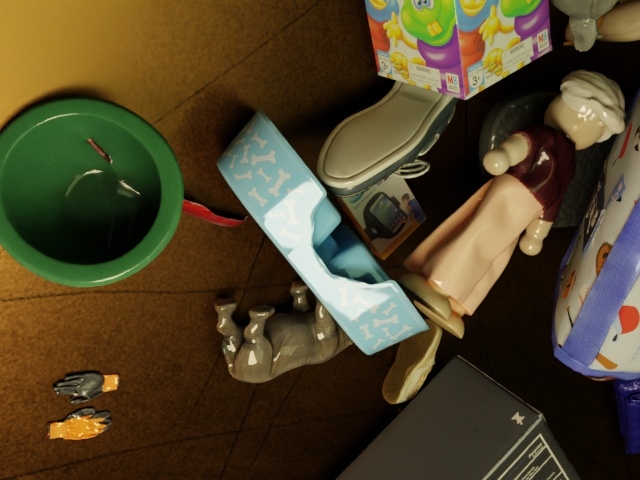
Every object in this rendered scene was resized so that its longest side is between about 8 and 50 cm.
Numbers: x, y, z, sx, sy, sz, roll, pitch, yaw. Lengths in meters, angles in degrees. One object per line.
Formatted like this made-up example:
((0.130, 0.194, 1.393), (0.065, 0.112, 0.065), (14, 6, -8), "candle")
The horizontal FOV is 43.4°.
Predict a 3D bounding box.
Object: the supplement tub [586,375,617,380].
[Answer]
((0.524, 0.177, 1.361), (0.198, 0.106, 0.106), (0, 112, -35), "supplement tub")

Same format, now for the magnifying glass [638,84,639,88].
((0.514, -0.271, 1.162), (0.026, 0.092, 0.230), (3, 100, -32), "magnifying glass")

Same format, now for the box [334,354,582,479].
((0.199, 0.374, 1.122), (0.296, 0.183, 0.294), (-43, 128, -10), "box")

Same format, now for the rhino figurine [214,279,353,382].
((-0.013, 0.106, 0.978), (0.243, 0.073, 0.106), (-11, 113, -32), "rhino figurine")

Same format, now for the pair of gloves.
((-0.260, 0.183, 0.884), (0.074, 0.010, 0.083), (1, 110, -35), "pair of gloves")

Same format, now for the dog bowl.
((0.000, 0.000, 0.852), (0.074, 0.166, 0.297), (-38, 106, 2), "dog bowl")

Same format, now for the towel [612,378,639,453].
((0.701, 0.299, 1.455), (0.308, 0.076, 0.227), (-14, 127, 14), "towel")

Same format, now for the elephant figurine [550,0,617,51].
((0.259, -0.374, 0.893), (0.186, 0.239, 0.169), (-47, 151, 13), "elephant figurine")

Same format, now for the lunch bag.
((0.453, -0.030, 0.978), (0.386, 0.239, 0.327), (-24, 140, -36), "lunch bag")

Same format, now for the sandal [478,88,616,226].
((0.340, -0.102, 1.107), (0.446, 0.107, 0.167), (8, 105, -42), "sandal")

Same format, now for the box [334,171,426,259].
((0.071, -0.048, 0.992), (0.081, 0.028, 0.136), (-44, 131, -9), "box")

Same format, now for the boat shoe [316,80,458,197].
((0.083, -0.119, 0.902), (0.254, 0.095, 0.079), (-52, 152, -36), "boat shoe")

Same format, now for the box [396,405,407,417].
((0.191, 0.323, 1.240), (0.191, 0.045, 0.184), (-7, 117, -32), "box")

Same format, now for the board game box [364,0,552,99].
((0.130, -0.309, 0.821), (0.142, 0.144, 0.275), (-32, 127, -25), "board game box")

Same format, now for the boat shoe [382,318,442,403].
((0.134, 0.169, 1.128), (0.045, 0.050, 0.135), (12, 114, -41), "boat shoe")

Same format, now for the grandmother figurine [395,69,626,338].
((0.226, -0.057, 0.918), (0.342, 0.104, 0.208), (-50, 154, -5), "grandmother figurine")

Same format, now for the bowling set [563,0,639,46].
((0.417, -0.391, 1.015), (0.287, 0.154, 0.199), (-33, 108, -16), "bowling set")

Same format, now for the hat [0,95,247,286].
((-0.209, -0.028, 0.811), (0.209, 0.183, 0.173), (34, 82, 1), "hat")
